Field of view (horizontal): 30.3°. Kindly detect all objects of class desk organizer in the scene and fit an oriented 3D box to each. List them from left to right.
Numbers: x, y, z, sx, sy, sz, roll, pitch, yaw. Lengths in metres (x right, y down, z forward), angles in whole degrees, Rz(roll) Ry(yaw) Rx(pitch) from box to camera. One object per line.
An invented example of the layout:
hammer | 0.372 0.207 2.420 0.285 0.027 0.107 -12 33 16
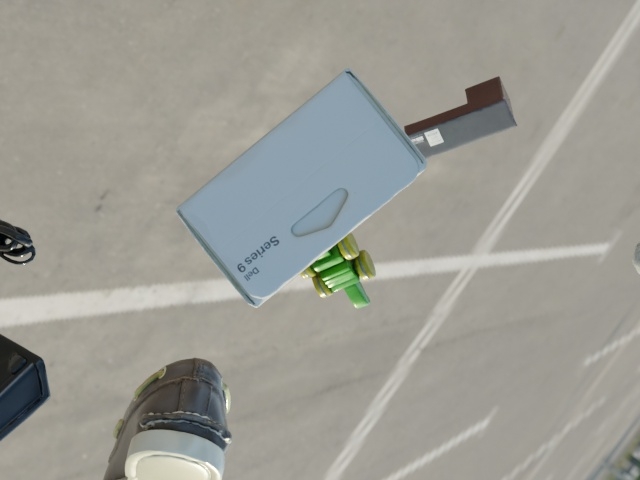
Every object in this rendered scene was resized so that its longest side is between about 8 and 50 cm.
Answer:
desk organizer | 0.167 -0.147 1.429 0.130 0.050 0.047 -19 132 17

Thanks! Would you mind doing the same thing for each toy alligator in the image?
toy alligator | 0.000 0.000 1.085 0.056 0.051 0.189 -24 140 14

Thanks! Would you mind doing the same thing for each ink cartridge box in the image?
ink cartridge box | -0.007 -0.041 0.876 0.154 0.093 0.212 -40 -177 5

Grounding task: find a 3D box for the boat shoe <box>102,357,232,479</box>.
boat shoe | -0.151 0.208 1.150 0.324 0.117 0.096 120 -19 -61

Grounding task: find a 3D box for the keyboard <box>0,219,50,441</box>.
keyboard | -0.260 0.035 0.654 0.201 0.317 0.033 -46 138 -28

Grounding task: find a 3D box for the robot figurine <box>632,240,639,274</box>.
robot figurine | 0.381 0.030 0.838 0.200 0.353 0.300 -9 115 -24
